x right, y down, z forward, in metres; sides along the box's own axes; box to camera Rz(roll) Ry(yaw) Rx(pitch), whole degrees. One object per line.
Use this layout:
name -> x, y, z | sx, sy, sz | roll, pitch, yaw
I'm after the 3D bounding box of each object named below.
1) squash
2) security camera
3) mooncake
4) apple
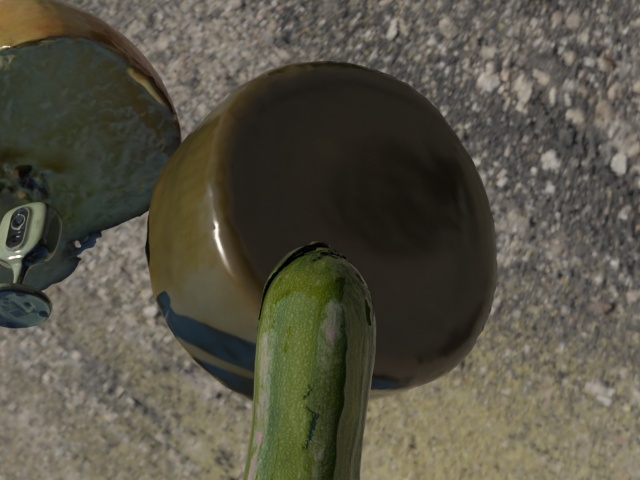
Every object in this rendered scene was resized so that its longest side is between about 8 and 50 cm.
squash -> -0.008, 0.089, 0.412 | 0.052, 0.183, 0.052 | 6, 162, 2
security camera -> -0.224, 0.013, 0.783 | 0.058, 0.092, 0.058 | -4, 147, -3
mooncake -> 0.000, 0.000, 0.864 | 0.284, 0.284, 0.155 | 45, 142, -9
apple -> -0.280, -0.101, 0.942 | 0.293, 0.163, 0.251 | -30, 140, 5
